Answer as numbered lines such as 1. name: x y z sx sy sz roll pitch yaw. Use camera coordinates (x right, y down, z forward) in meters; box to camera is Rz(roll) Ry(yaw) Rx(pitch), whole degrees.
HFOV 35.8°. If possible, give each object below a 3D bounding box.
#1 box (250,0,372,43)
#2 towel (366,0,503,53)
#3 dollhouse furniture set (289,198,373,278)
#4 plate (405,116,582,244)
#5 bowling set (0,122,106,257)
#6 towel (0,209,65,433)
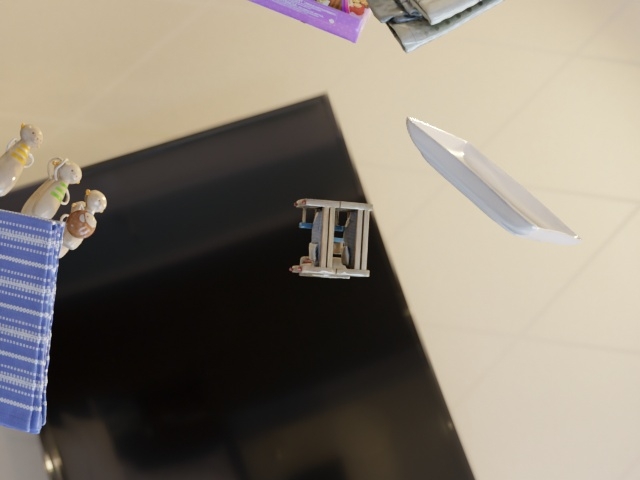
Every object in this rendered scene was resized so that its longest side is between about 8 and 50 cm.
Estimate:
1. box: 0.021 -0.473 1.659 0.057 0.200 0.293 107 6 -54
2. towel: 0.198 -0.429 1.408 0.056 0.324 0.312 56 7 -46
3. dollhouse furniture set: 0.000 0.000 1.797 0.183 0.128 0.129 171 -77 -72
4. plate: 0.274 -0.083 1.589 0.278 0.045 0.277 45 18 24
5. bowling set: -0.474 -0.076 1.890 0.199 0.154 0.287 16 -26 27
6. towel: -0.512 0.116 1.537 0.040 0.243 0.336 -4 102 -67
